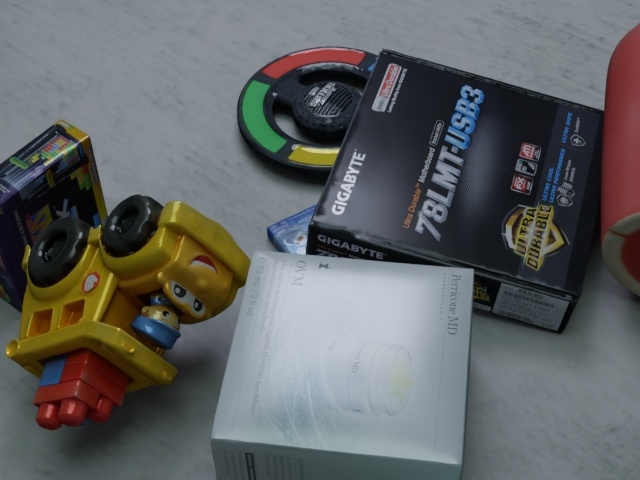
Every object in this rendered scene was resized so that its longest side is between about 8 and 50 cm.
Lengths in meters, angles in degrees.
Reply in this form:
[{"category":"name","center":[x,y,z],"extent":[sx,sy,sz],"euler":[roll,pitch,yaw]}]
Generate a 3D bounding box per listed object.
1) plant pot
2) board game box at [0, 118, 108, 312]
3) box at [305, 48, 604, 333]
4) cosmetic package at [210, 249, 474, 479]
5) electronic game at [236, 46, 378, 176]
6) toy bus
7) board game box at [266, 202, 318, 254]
[{"category":"plant pot","center":[0.416,-0.070,1.200],"extent":[0.275,0.275,0.243],"euler":[14,59,14]},{"category":"board game box","center":[-0.299,-0.024,1.232],"extent":[0.048,0.170,0.141],"euler":[30,57,24]},{"category":"box","center":[0.165,-0.065,1.292],"extent":[0.293,0.073,0.295],"euler":[18,52,6]},{"category":"cosmetic package","center":[0.029,0.141,1.096],"extent":[0.224,0.138,0.224],"euler":[5,49,5]},{"category":"electronic game","center":[0.010,-0.164,1.423],"extent":[0.229,0.048,0.229],"euler":[-1,49,2]},{"category":"toy bus","center":[-0.195,0.084,1.112],"extent":[0.220,0.149,0.211],"euler":[-17,47,30]},{"category":"board game box","center":[0.000,0.000,1.298],"extent":[0.090,0.020,0.090],"euler":[-26,54,-19]}]
